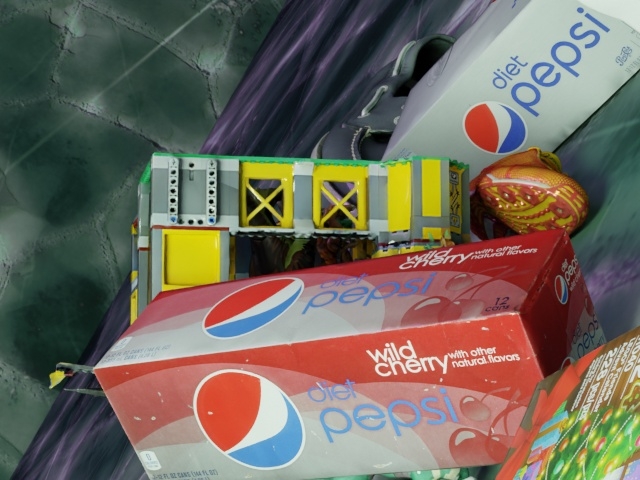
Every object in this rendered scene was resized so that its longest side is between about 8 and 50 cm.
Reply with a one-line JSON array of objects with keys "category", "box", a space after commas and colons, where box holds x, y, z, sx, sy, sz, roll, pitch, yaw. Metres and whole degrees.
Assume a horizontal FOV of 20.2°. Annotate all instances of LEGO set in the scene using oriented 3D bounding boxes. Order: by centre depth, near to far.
[{"category": "LEGO set", "box": [-0.030, 0.063, 1.211, 0.331, 0.254, 0.192, 154, 117, -68]}]

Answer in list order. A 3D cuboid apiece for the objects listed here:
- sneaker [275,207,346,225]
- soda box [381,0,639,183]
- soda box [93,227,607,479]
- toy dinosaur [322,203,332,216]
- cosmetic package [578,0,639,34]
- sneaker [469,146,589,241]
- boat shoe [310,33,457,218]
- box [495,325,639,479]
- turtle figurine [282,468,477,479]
[{"category": "sneaker", "box": [-0.005, 0.005, 1.725, 0.084, 0.069, 0.185, -46, 17, 6]}, {"category": "soda box", "box": [0.162, -0.137, 1.274, 0.286, 0.091, 0.098, -46, 13, 44]}, {"category": "soda box", "box": [0.015, 0.067, 0.956, 0.263, 0.092, 0.083, -9, 26, 31]}, {"category": "toy dinosaur", "box": [0.000, 0.000, 1.570, 0.112, 0.064, 0.211, -36, 32, 18]}, {"category": "cosmetic package", "box": [0.225, -0.287, 1.109, 0.156, 0.217, 0.385, -49, 14, 36]}, {"category": "sneaker", "box": [0.135, -0.036, 1.174, 0.067, 0.064, 0.175, -47, 11, -8]}, {"category": "boat shoe", "box": [0.073, -0.093, 1.501, 0.099, 0.116, 0.319, -56, 4, 24]}, {"category": "box", "box": [0.105, 0.156, 0.699, 0.201, 0.057, 0.293, -40, 19, 57]}, {"category": "turtle figurine", "box": [0.007, 0.165, 1.012, 0.175, 0.118, 0.234, -54, 4, 12]}]
